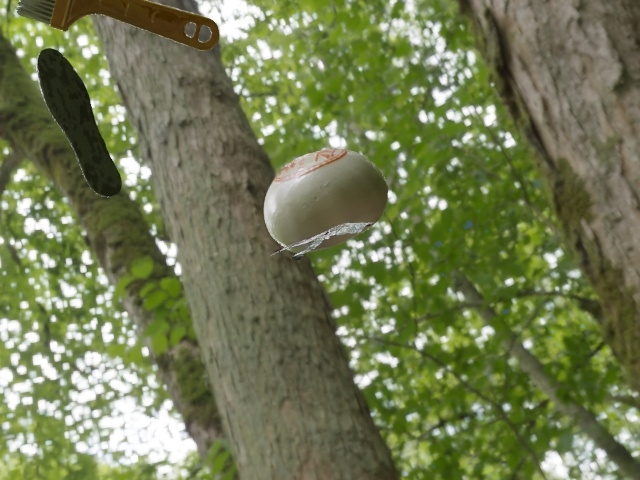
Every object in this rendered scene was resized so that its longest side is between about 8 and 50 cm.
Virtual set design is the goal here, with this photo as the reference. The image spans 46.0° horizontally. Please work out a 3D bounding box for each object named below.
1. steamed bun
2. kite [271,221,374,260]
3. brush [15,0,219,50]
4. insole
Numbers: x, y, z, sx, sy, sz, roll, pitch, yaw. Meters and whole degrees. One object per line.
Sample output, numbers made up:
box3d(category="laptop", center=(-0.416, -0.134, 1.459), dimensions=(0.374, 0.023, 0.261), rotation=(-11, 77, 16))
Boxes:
box3d(category="steamed bun", center=(0.001, -0.087, 1.354), dimensions=(0.232, 0.232, 0.145), rotation=(-22, -69, 4))
box3d(category="kite", center=(0.000, 0.000, 0.866), dimensions=(0.139, 0.011, 0.157), rotation=(-19, 7, 23))
box3d(category="brush", center=(-0.251, -0.293, 0.943), dimensions=(0.013, 0.272, 0.103), rotation=(-37, -34, -75))
box3d(category="insole", center=(-0.288, -0.140, 0.896), dimensions=(0.006, 0.193, 0.065), rotation=(-24, 0, 34))
